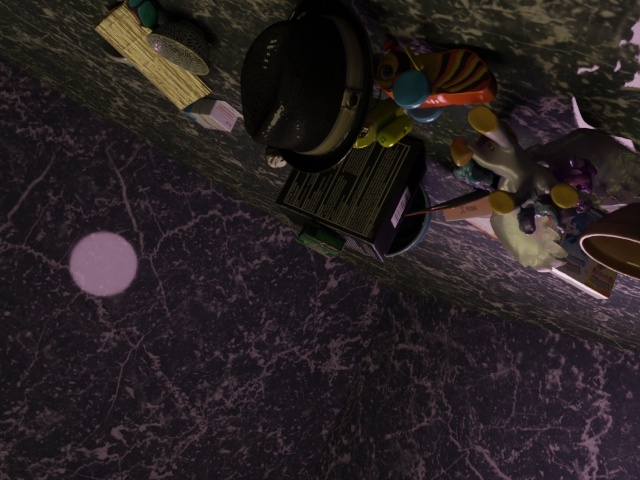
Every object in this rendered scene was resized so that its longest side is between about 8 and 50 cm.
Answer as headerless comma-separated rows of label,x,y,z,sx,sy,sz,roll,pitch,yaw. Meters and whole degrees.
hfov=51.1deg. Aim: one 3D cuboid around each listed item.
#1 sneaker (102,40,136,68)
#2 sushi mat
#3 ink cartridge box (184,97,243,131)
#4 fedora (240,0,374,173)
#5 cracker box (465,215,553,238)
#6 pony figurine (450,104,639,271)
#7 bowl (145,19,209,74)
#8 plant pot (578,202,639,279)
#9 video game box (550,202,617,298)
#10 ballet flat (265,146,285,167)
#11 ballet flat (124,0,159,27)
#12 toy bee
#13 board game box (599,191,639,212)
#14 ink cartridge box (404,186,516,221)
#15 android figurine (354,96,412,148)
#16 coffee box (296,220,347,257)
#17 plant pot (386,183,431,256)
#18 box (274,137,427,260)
sneaker,-0.495,-0.503,1.910,0.256,0.094,0.151,18,162,21
sushi mat,-0.445,-0.485,1.787,0.151,0.019,0.316,-17,130,43
ink cartridge box,-0.347,-0.410,2.181,0.180,0.060,0.104,16,167,43
fedora,-0.054,-0.287,1.242,0.152,0.334,0.334,-7,-165,-41
cracker box,0.531,-0.056,1.878,0.156,0.067,0.232,28,171,-28
pony figurine,0.395,-0.118,1.247,0.351,0.303,0.363,45,-158,7
bowl,-0.336,-0.489,1.648,0.170,0.080,0.170,24,171,4
plant pot,0.665,-0.003,1.368,0.237,0.109,0.237,26,170,5
video game box,0.643,0.017,1.630,0.205,0.187,0.048,27,171,-15
ballet flat,-0.149,-0.288,2.326,0.074,0.074,0.203,30,170,-30
ballet flat,-0.424,-0.562,1.525,0.079,0.077,0.221,44,172,3
toy bee,0.166,-0.307,1.235,0.298,0.162,0.195,-5,167,8
board game box,0.750,-0.056,1.356,0.193,0.053,0.305,28,170,-16
ink cartridge box,0.380,-0.083,1.703,0.275,0.239,0.060,174,77,-73
android figurine,0.064,-0.259,1.432,0.248,0.273,0.056,19,128,26
coffee box,0.000,0.000,1.786,0.113,0.040,0.184,28,171,-6
plant pot,0.218,-0.080,2.020,0.272,0.271,0.255,21,-176,21
box,0.088,-0.147,1.789,0.294,0.296,0.183,24,171,19
